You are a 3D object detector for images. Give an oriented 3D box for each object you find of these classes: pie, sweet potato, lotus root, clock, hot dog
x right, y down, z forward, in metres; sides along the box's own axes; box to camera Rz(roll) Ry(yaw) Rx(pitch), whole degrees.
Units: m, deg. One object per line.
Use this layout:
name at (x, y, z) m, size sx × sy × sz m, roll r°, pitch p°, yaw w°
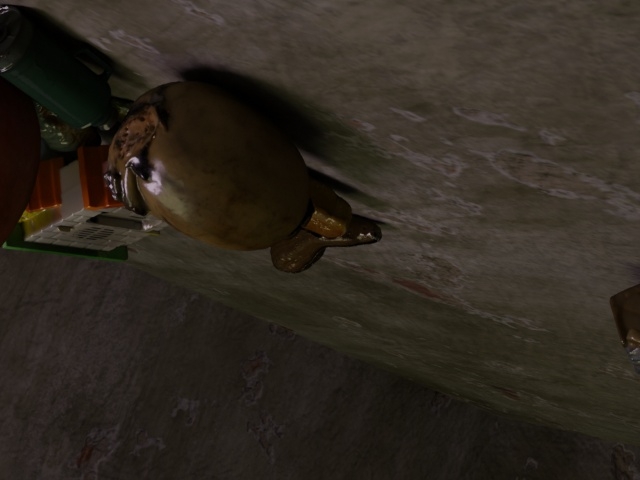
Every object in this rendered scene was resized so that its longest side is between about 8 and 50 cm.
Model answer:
pie at (-0.242, -0.161, 1.541) m, size 0.084 × 0.020 × 0.084 m, roll 20°, pitch 171°, yaw 4°
sweet potato at (-0.004, -0.003, 1.747) m, size 0.081 × 0.062 × 0.233 m, roll 26°, pitch 153°, yaw -28°
lotus root at (-0.100, -0.069, 1.333) m, size 0.183 × 0.182 × 0.310 m, roll 12°, pitch 169°, yaw 40°
clock at (-0.286, -0.066, 1.660) m, size 0.255 × 0.106 × 0.220 m, roll -23°, pitch 159°, yaw 36°
hot dog at (-0.088, -0.085, 1.524) m, size 0.289 × 0.068 × 0.083 m, roll 28°, pitch 145°, yaw -18°

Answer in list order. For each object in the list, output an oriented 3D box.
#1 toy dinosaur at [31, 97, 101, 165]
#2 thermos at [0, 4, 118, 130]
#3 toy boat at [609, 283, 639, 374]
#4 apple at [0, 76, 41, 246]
toy dinosaur at (-0.383, -0.148, 1.707) m, size 0.206 × 0.092 × 0.393 m, roll 8°, pitch 157°, yaw 27°
thermos at (-0.299, -0.188, 1.340) m, size 0.073 × 0.083 × 0.188 m, roll 21°, pitch 168°, yaw 39°
toy boat at (0.448, 0.135, 1.461) m, size 0.162 × 0.135 × 0.445 m, roll 20°, pitch 172°, yaw 31°
apple at (-0.533, -0.105, 1.447) m, size 0.364 × 0.363 × 0.364 m, roll 20°, pitch 170°, yaw 4°
